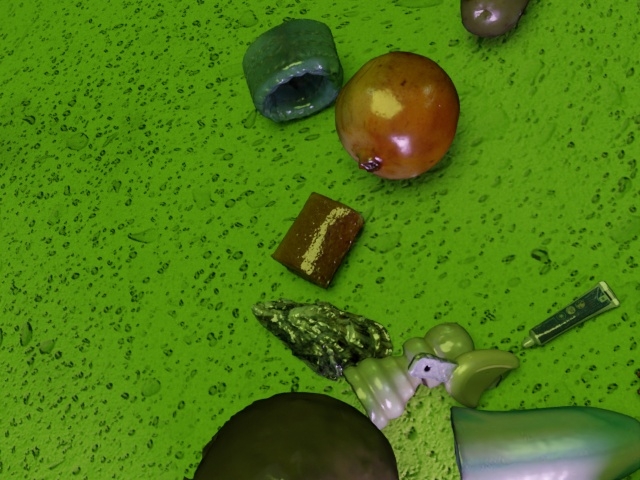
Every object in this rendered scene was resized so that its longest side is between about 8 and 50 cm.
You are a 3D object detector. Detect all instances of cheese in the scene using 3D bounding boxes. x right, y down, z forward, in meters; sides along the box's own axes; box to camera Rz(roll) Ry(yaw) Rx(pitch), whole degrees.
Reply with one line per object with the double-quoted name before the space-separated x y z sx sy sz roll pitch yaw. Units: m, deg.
"cheese" 0.248 0.235 1.447 0.127 0.235 0.050 -58 40 16

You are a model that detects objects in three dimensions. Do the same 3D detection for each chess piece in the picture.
"chess piece" 0.173 0.237 1.516 0.243 0.133 0.133 -32 63 -3

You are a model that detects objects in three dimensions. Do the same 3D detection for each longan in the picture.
"longan" -0.066 0.473 1.346 0.404 0.404 0.435 0 76 17

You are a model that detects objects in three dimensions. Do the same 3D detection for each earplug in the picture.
"earplug" 0.394 0.355 1.382 0.324 0.185 0.185 -9 66 6

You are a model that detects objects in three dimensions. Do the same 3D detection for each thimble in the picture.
"thimble" -0.062 -0.368 1.791 0.235 0.198 0.143 -33 61 35

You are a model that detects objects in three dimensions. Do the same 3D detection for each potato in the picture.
"potato" 0.387 -0.557 1.739 0.165 0.165 0.262 17 73 23

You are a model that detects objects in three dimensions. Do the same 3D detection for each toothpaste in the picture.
"toothpaste" 0.461 0.146 1.509 0.197 0.035 0.057 -31 72 1

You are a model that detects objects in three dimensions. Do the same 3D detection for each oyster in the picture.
"oyster" 0.011 0.182 1.622 0.199 0.087 0.252 -36 75 1

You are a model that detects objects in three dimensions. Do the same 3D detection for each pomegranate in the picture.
"pomegranate" 0.150 -0.245 1.639 0.264 0.264 0.264 -6 67 15

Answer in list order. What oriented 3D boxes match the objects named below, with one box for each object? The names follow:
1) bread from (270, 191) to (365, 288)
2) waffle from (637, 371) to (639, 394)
"bread" 0.000 0.000 1.671 0.132 0.103 0.172 25 78 30
"waffle" 0.671 0.254 1.388 0.234 0.055 0.221 -28 63 6
